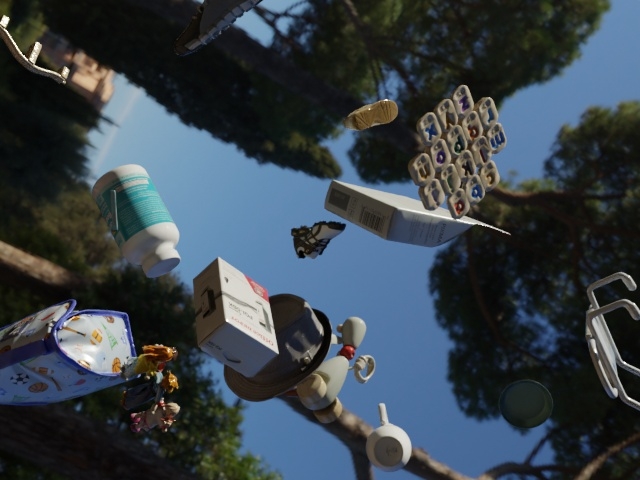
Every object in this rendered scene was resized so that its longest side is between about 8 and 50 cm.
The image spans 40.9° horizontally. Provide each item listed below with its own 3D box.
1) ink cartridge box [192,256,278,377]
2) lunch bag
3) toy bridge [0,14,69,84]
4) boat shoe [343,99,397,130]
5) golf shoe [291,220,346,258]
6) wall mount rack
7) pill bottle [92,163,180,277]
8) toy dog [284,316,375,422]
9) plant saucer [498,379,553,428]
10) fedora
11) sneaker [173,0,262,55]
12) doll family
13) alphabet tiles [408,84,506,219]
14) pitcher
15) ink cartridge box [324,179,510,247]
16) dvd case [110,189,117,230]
[{"bbox_3d":[-0.114,0.102,1.147,0.056,0.099,0.135,-41,-146,18],"label":"ink cartridge box"},{"bbox_3d":[-0.737,0.313,2.338,0.327,0.385,0.239,-21,-103,16],"label":"lunch bag"},{"bbox_3d":[-0.619,-0.397,1.842,0.026,0.188,0.063,-19,-133,31],"label":"toy bridge"},{"bbox_3d":[0.125,-0.319,2.180,0.059,0.170,0.063,4,-70,48],"label":"boat shoe"},{"bbox_3d":[0.000,0.000,2.243,0.198,0.077,0.094,-15,-106,53],"label":"golf shoe"},{"bbox_3d":[0.611,0.232,1.649,0.130,0.304,0.350,-25,-176,21],"label":"wall mount rack"},{"bbox_3d":[-0.438,-0.043,2.088,0.146,0.146,0.264,-45,-112,37],"label":"pill bottle"},{"bbox_3d":[0.009,0.374,2.511,0.160,0.220,0.333,4,-151,32],"label":"toy dog"},{"bbox_3d":[0.462,0.366,1.936,0.119,0.119,0.021,-54,-179,17],"label":"plant saucer"},{"bbox_3d":[-0.108,0.217,1.924,0.275,0.124,0.243,-31,-142,-14],"label":"fedora"},{"bbox_3d":[-0.199,-0.446,1.550,0.228,0.132,0.086,-38,-162,-3],"label":"sneaker"},{"bbox_3d":[-0.444,0.367,2.245,0.163,0.118,0.263,-24,-129,17],"label":"doll family"},{"bbox_3d":[0.319,-0.201,1.985,0.284,0.278,0.021,-41,-147,-21],"label":"alphabet tiles"},{"bbox_3d":[0.185,0.552,2.410,0.207,0.125,0.178,47,28,-83],"label":"pitcher"},{"bbox_3d":[0.246,-0.050,2.215,0.308,0.384,0.091,28,-76,57],"label":"ink cartridge box"},{"bbox_3d":[-0.453,-0.064,1.883,0.119,0.013,0.087,175,-89,-78],"label":"dvd case"}]
